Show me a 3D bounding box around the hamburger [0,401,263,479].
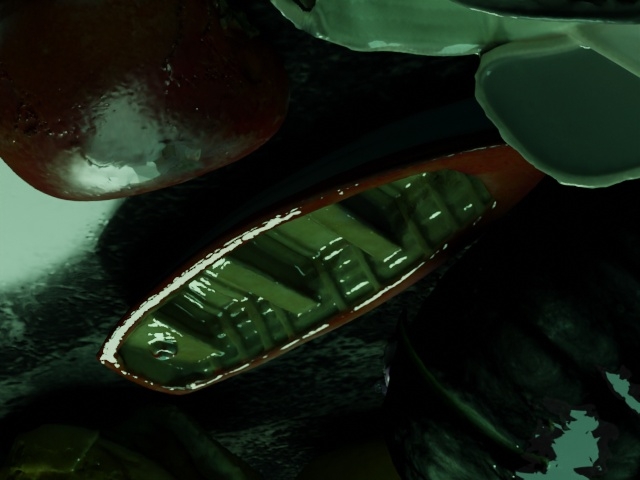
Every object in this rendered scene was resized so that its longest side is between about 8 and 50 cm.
[{"bbox_3d":[-0.176,0.279,1.108,0.134,0.265,0.285,-21,145,-57],"label":"hamburger"}]

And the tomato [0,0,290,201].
[{"bbox_3d":[-0.111,-0.069,0.765,0.173,0.099,0.189,-26,142,21],"label":"tomato"}]

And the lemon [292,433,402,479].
[{"bbox_3d":[0.075,0.285,1.186,0.288,0.233,0.233,-7,146,-23],"label":"lemon"}]

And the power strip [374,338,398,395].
[{"bbox_3d":[0.183,0.103,1.113,0.279,0.037,0.109,-9,145,2],"label":"power strip"}]

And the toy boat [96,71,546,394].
[{"bbox_3d":[0.000,0.000,0.900,0.392,0.079,0.136,-33,135,31],"label":"toy boat"}]

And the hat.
[{"bbox_3d":[0.097,-0.136,0.601,0.161,0.275,0.232,-60,155,0],"label":"hat"}]

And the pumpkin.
[{"bbox_3d":[0.198,0.107,0.900,0.296,0.295,0.296,-5,144,-4],"label":"pumpkin"}]
